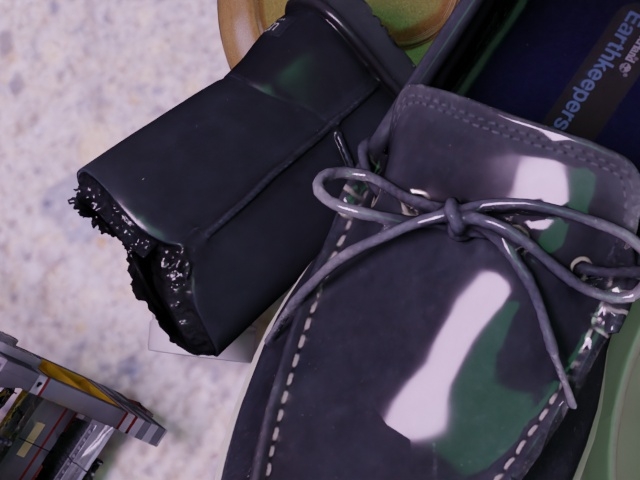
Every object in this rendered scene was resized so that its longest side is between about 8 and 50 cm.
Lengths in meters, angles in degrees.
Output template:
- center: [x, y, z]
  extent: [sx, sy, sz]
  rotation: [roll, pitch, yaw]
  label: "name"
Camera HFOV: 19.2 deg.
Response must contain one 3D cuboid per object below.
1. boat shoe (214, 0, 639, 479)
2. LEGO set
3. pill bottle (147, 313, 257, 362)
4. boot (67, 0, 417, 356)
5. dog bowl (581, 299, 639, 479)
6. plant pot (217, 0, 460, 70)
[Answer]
- center: [0.087, -0.004, 0.959]
  extent: [0.187, 0.156, 0.500]
  rotation: [25, 70, 19]
  label: "boat shoe"
- center: [-0.253, 0.150, 1.146]
  extent: [0.255, 0.192, 0.331]
  rotation: [23, 83, 37]
  label: "LEGO set"
- center: [-0.065, 0.004, 1.159]
  extent: [0.078, 0.078, 0.137]
  rotation: [7, 85, 7]
  label: "pill bottle"
- center: [0.000, 0.000, 1.091]
  extent: [0.207, 0.094, 0.246]
  rotation: [-44, 103, -17]
  label: "boot"
- center: [0.335, 0.123, 1.003]
  extent: [0.408, 0.150, 0.408]
  rotation: [-10, 71, 31]
  label: "dog bowl"
- center: [0.049, -0.156, 1.186]
  extent: [0.236, 0.032, 0.236]
  rotation: [-1, 85, 6]
  label: "plant pot"
